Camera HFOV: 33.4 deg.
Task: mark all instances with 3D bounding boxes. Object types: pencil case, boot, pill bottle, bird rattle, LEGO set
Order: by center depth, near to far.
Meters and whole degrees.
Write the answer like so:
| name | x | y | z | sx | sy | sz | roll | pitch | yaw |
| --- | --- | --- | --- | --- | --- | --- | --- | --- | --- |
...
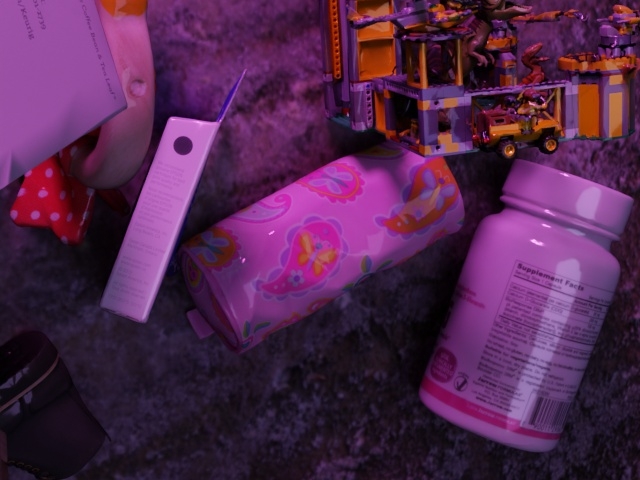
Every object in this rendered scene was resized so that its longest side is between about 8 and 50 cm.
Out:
| name | x | y | z | sx | sy | sz | roll | pitch | yaw |
| --- | --- | --- | --- | --- | --- | --- | --- | --- | --- |
| bird rattle | -0.188 | -0.117 | 0.833 | 0.143 | 0.207 | 0.254 | 4 | 98 | -29 |
| boot | -0.288 | 0.193 | 0.941 | 0.198 | 0.077 | 0.137 | -37 | 124 | -15 |
| LEGO set | 0.126 | -0.196 | 0.943 | 0.255 | 0.331 | 0.192 | -6 | 106 | -7 |
| pencil case | 0.000 | 0.000 | 1.026 | 0.284 | 0.124 | 0.124 | -30 | 117 | -19 |
| pill bottle | 0.223 | 0.067 | 1.145 | 0.160 | 0.160 | 0.283 | 17 | 95 | -32 |

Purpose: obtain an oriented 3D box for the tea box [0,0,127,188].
| name | x | y | z | sx | sy | sz | roll | pitch | yaw |
| --- | --- | --- | --- | --- | --- | --- | --- | --- | --- |
| tea box | -0.341 | -0.179 | 0.622 | 0.220 | 0.323 | 0.329 | -49 | 130 | -54 |

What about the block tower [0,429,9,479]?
| name | x | y | z | sx | sy | sz | roll | pitch | yaw |
| --- | --- | --- | --- | --- | --- | --- | --- | --- | --- |
| block tower | -0.381 | 0.229 | 0.790 | 0.335 | 0.097 | 0.091 | -28 | 137 | 11 |

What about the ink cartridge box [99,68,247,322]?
| name | x | y | z | sx | sy | sz | roll | pitch | yaw |
| --- | --- | --- | --- | --- | --- | --- | --- | --- | --- |
| ink cartridge box | -0.126 | -0.040 | 0.883 | 0.045 | 0.206 | 0.208 | 23 | 86 | -9 |
